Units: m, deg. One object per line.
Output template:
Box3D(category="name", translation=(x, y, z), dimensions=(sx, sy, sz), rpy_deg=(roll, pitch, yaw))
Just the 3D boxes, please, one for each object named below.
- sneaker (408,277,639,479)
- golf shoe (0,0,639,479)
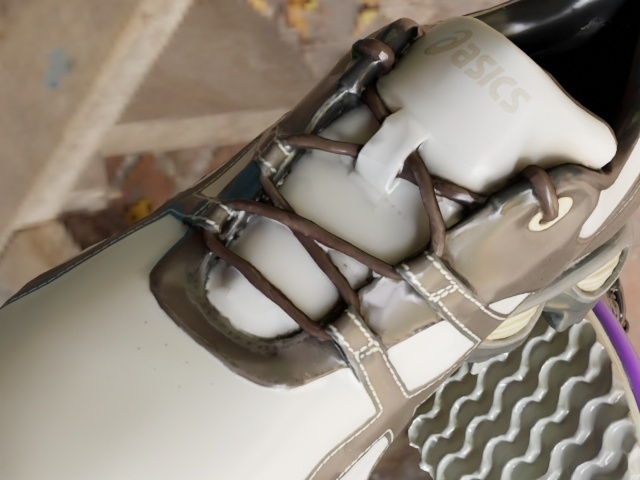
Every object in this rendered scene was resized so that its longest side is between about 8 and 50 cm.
Box3D(category="sneaker", translation=(0.097, 0.039, 0.825), dimensions=(0.102, 0.146, 0.293), rpy_deg=(-56, 39, 19))
Box3D(category="golf shoe", translation=(0.000, 0.000, 0.343), dimensions=(0.077, 0.198, 0.094), rpy_deg=(40, 137, 14))
